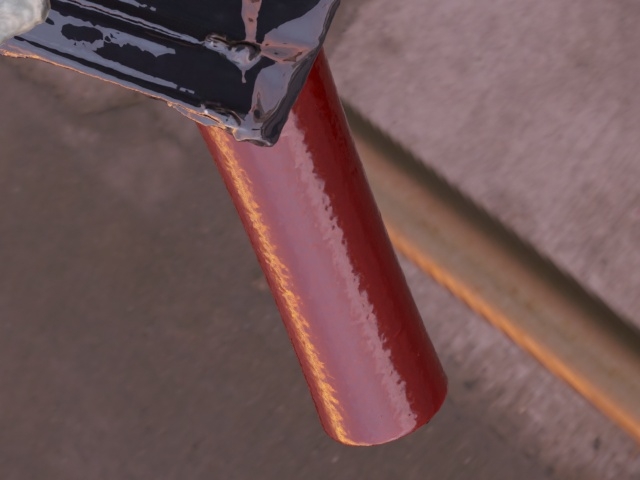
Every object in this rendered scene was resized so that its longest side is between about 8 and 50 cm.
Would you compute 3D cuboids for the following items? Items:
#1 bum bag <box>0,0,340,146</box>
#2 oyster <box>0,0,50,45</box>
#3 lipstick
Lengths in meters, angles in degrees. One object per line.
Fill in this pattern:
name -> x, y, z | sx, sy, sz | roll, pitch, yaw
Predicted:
bum bag -> -0.112, -0.118, 0.781 | 0.248, 0.060, 0.123 | 19, 67, 8
oyster -> -0.112, -0.040, 0.344 | 0.098, 0.037, 0.100 | 33, 124, -13
lipstick -> 0.000, 0.000, 0.993 | 0.080, 0.080, 0.241 | -5, 124, 27
